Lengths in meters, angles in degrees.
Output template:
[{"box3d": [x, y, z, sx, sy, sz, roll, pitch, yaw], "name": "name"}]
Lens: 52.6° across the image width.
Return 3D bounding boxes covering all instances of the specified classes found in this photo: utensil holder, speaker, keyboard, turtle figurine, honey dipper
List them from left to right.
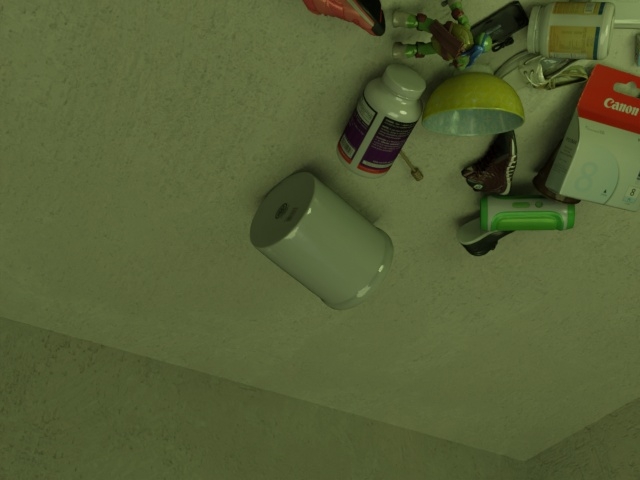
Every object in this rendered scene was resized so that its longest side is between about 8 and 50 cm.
[{"box3d": [0.000, 0.000, 2.177, 0.327, 0.327, 0.385, -33, 125, 29], "name": "utensil holder"}, {"box3d": [0.286, -0.255, 2.122, 0.030, 0.030, 0.160, -27, 129, 25], "name": "honey dipper"}, {"box3d": [0.339, -0.560, 1.738, 0.266, 0.275, 0.198, 10, 157, 21], "name": "turtle figurine"}, {"box3d": [0.487, -0.576, 1.797, 0.180, 0.023, 0.108, -27, 124, 25], "name": "keyboard"}, {"box3d": [0.690, -0.093, 2.173, 0.296, 0.131, 0.131, 0, 137, 13], "name": "speaker"}]

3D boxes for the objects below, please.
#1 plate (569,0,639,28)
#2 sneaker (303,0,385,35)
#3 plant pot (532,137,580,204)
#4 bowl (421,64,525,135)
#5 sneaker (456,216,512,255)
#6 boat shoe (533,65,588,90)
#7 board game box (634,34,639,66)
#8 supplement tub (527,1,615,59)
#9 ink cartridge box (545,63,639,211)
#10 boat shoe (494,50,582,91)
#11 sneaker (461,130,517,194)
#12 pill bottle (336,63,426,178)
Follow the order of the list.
[{"box3d": [0.810, -0.670, 1.690, 0.277, 0.045, 0.278, 0, 136, -1], "name": "plate"}, {"box3d": [0.035, -0.631, 1.683, 0.314, 0.116, 0.136, 35, 136, -23], "name": "sneaker"}, {"box3d": [0.793, -0.230, 2.078, 0.167, 0.167, 0.165, 8, 128, -9], "name": "plant pot"}, {"box3d": [0.434, -0.408, 1.848, 0.289, 0.156, 0.289, 1, 174, 0], "name": "bowl"}, {"box3d": [0.636, -0.039, 2.319, 0.295, 0.104, 0.147, -23, 150, 8], "name": "sneaker"}, {"box3d": [0.698, -0.470, 1.892, 0.153, 0.048, 0.056, -8, 136, 7], "name": "boat shoe"}, {"box3d": [0.968, -0.554, 1.813, 0.154, 0.026, 0.103, -15, 146, 13], "name": "board game box"}, {"box3d": [0.657, -0.551, 1.701, 0.199, 0.144, 0.144, 11, 142, 25], "name": "supplement tub"}, {"box3d": [0.884, -0.296, 1.931, 0.308, 0.091, 0.385, 10, 111, -19], "name": "ink cartridge box"}, {"box3d": [0.615, -0.486, 1.835, 0.277, 0.096, 0.098, -28, 133, 31], "name": "boat shoe"}, {"box3d": [0.538, -0.248, 2.084, 0.162, 0.106, 0.281, -3, 137, 6], "name": "sneaker"}, {"box3d": [0.182, -0.350, 1.909, 0.181, 0.181, 0.323, 14, 134, -16], "name": "pill bottle"}]
